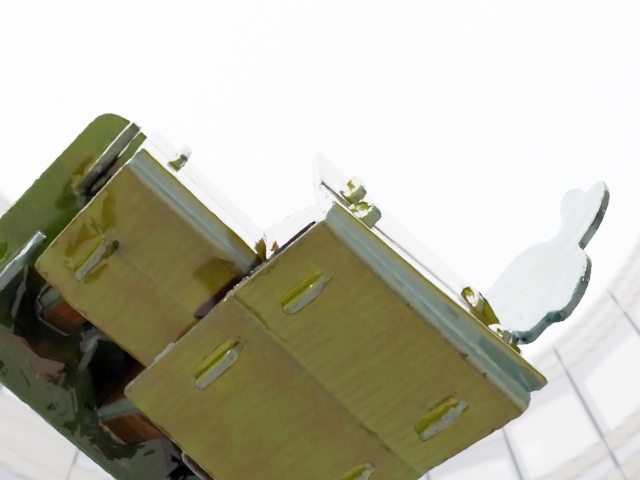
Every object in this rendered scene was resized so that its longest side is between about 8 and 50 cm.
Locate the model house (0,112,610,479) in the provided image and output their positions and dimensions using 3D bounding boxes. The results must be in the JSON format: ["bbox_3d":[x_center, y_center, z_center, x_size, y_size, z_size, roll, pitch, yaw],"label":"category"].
[{"bbox_3d":[0.000,0.000,0.817,0.300,0.324,0.340,43,-116,-11],"label":"model house"}]
